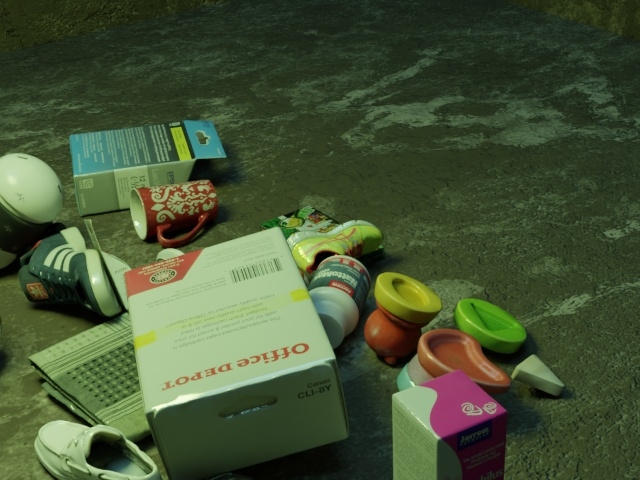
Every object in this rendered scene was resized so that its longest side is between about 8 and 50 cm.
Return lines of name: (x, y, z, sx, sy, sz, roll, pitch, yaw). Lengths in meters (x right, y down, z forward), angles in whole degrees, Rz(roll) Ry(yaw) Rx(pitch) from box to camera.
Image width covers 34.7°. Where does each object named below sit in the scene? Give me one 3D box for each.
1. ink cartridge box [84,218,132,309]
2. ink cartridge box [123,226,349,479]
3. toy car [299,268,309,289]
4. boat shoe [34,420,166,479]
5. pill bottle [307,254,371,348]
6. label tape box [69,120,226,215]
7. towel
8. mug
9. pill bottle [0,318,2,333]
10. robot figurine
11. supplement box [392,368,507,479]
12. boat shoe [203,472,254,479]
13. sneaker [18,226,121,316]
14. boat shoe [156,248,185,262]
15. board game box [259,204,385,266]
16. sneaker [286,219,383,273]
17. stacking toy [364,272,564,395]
ink cartridge box: (-0.384, 0.038, 1.912, 0.045, 0.179, 0.145, -21, 7, -16)
ink cartridge box: (-0.140, 0.169, 1.598, 0.279, 0.160, 0.384, -15, 32, -6)
toy car: (-0.112, 0.078, 1.892, 0.182, 0.136, 0.159, 6, 31, 17)
boat shoe: (-0.327, 0.316, 1.527, 0.277, 0.096, 0.098, 17, 36, 34)
pill bottle: (0.023, 0.114, 1.842, 0.108, 0.108, 0.180, 4, 30, 13)
label tape box: (-0.408, -0.180, 2.427, 0.348, 0.115, 0.249, -7, 29, -12)
towel: (-0.294, 0.219, 1.764, 0.324, 0.056, 0.312, -24, 38, -36)
mug: (-0.312, -0.056, 2.225, 0.169, 0.150, 0.113, -13, -6, -25)
pill bottle: (-0.628, 0.118, 1.768, 0.136, 0.245, 0.136, -3, 29, 1)
robot figurine: (-0.649, -0.054, 2.091, 0.209, 0.278, 0.173, 18, 35, -57)
supplement box: (0.170, 0.300, 1.368, 0.111, 0.220, 0.114, -17, 31, -23)
boat shoe: (-0.197, 0.385, 1.402, 0.257, 0.095, 0.095, -10, 24, -36)
sneaker: (-0.486, 0.081, 1.945, 0.148, 0.131, 0.350, -24, 22, -18)
boat shoe: (-0.274, 0.075, 2.005, 0.063, 0.066, 0.184, -25, 45, -35)
board game box: (0.000, 0.000, 2.135, 0.136, 0.030, 0.260, -25, 35, -29)
sneaker: (0.037, 0.025, 1.981, 0.208, 0.081, 0.094, -13, 41, -25)
stacking toy: (0.223, 0.203, 1.713, 0.279, 0.130, 0.309, 14, 25, -24)
